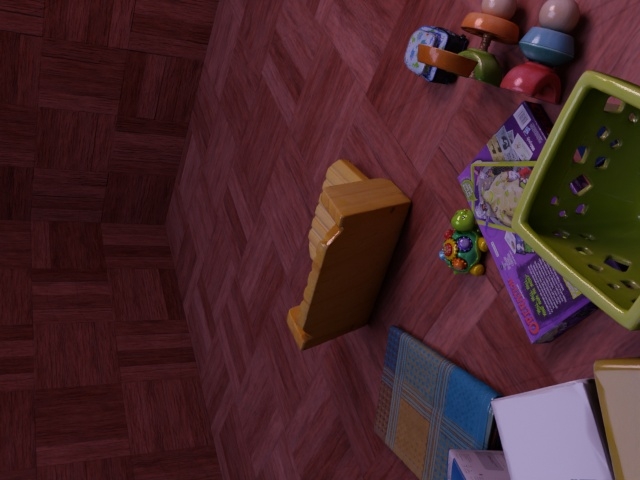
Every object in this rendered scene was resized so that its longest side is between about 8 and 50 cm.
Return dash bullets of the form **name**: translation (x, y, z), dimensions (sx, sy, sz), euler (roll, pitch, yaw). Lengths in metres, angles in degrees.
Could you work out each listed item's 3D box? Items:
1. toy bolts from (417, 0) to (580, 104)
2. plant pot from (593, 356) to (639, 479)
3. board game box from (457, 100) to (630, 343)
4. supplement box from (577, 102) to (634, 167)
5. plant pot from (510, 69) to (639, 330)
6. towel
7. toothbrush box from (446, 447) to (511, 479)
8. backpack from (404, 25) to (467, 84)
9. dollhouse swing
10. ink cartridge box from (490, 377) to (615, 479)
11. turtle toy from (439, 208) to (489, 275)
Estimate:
- **toy bolts**: translation (0.294, -0.333, 1.024), dimensions (0.229, 0.218, 0.158), euler (32, 112, 39)
- **plant pot**: translation (0.450, 0.220, 0.676), dimensions (0.187, 0.212, 0.212), euler (-23, 68, 48)
- **board game box**: translation (0.353, -0.032, 1.038), dimensions (0.208, 0.056, 0.346), euler (-51, 45, 44)
- **supplement box**: translation (0.408, -0.142, 0.889), dimensions (0.056, 0.083, 0.083), euler (-47, 48, 53)
- **plant pot**: translation (0.407, -0.048, 0.752), dimensions (0.228, 0.207, 0.227), euler (57, 137, 49)
- **towel**: translation (0.225, 0.358, 1.282), dimensions (0.370, 0.040, 0.271), euler (-149, 65, -62)
- **toothbrush box**: translation (0.271, 0.511, 0.998), dimensions (0.216, 0.126, 0.295), euler (-91, 4, -88)
- **backpack**: translation (0.220, -0.378, 1.272), dimensions (0.114, 0.084, 0.105), euler (54, 133, 54)
- **dollhouse swing**: translation (0.000, 0.000, 1.489), dimensions (0.305, 0.315, 0.346), euler (38, 125, 34)
- **ink cartridge box**: translation (0.349, 0.342, 0.801), dimensions (0.129, 0.223, 0.307), euler (-23, 66, 32)
- **turtle toy**: translation (0.265, 0.003, 1.185), dimensions (0.095, 0.066, 0.130), euler (40, 124, 57)
